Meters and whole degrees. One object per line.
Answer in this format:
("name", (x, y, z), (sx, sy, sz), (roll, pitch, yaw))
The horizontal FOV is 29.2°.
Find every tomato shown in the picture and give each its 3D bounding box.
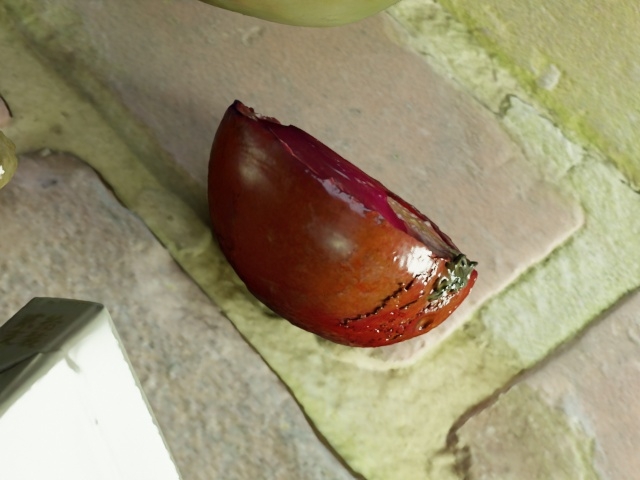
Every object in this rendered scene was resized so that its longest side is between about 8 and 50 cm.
("tomato", (0.000, 0.000, 0.744), (0.173, 0.099, 0.189), (37, 6, 21))

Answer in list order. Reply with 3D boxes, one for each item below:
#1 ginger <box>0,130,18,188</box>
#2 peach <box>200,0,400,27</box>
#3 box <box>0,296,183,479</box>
("ginger", (-0.236, -0.050, 0.669), (0.148, 0.081, 0.333), (13, 51, -39))
("peach", (-0.029, -0.288, 0.832), (0.292, 0.247, 0.292), (28, 49, -37))
("box", (-0.168, 0.206, 0.446), (0.365, 0.051, 0.204), (-47, 129, -42))
